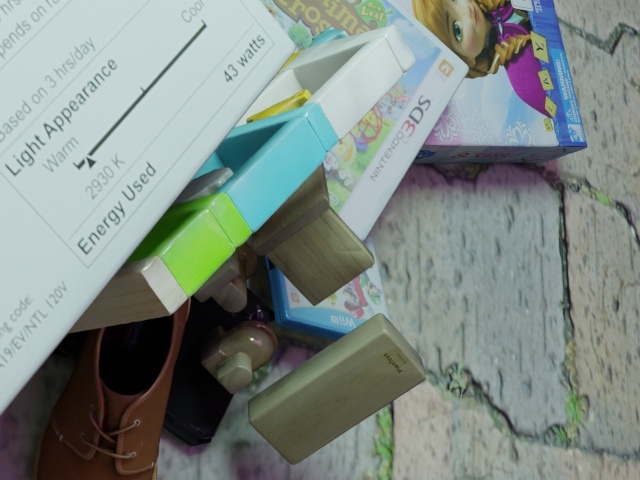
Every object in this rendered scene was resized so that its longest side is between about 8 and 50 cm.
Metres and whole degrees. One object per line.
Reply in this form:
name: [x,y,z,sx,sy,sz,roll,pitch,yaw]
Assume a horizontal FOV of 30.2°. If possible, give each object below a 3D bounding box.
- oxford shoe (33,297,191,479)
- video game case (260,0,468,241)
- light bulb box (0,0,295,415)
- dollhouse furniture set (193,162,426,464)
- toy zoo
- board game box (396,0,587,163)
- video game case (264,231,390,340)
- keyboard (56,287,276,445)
oxford shoe: [-0.127,0.111,0.700,0.076,0.076,0.212,12,89,-8]
video game case: [-0.003,-0.134,0.929,0.212,0.023,0.193,39,64,-15]
light bulb box: [-0.264,-0.091,0.527,0.361,0.225,0.358,50,52,-22]
dollhouse furniture set: [-0.013,0.036,0.820,0.151,0.144,0.123,48,15,-25]
toy zoo: [-0.065,-0.047,0.724,0.293,0.192,0.030,-49,114,-38]
board game box: [0.111,-0.231,1.115,0.318,0.066,0.318,-6,81,-47]
video game case: [0.000,0.000,0.928,0.119,0.015,0.166,18,51,-43]
keyboard: [-0.148,-0.023,0.795,0.317,0.033,0.201,45,55,-28]
